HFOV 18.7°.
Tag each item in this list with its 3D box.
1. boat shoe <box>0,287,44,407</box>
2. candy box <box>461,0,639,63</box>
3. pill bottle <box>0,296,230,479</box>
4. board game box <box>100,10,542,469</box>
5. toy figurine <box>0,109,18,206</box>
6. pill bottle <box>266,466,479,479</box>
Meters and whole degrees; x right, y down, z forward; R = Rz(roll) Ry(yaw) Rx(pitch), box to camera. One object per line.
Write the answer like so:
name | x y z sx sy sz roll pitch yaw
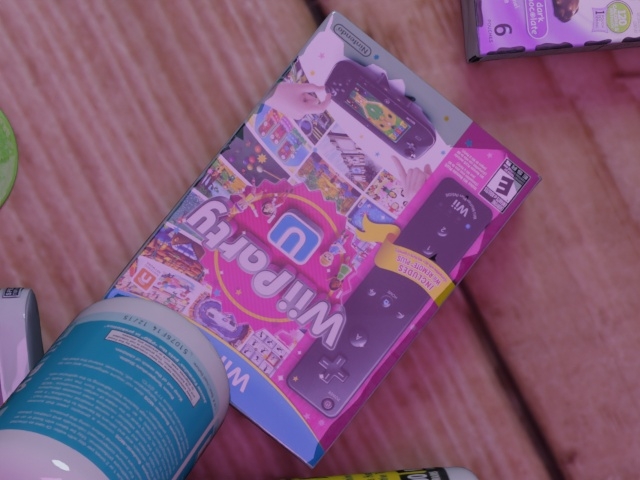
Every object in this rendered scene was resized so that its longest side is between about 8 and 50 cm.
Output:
boat shoe | -0.269 0.193 1.561 0.105 0.113 0.306 -7 88 1
candy box | 0.216 -0.241 1.626 0.196 0.070 0.165 -6 90 -5
pill bottle | -0.181 0.168 1.446 0.146 0.264 0.146 13 126 18
board game box | 0.000 0.000 1.594 0.224 0.097 0.303 38 87 -4
toy figurine | -0.315 -0.047 1.532 0.130 0.159 0.173 16 89 -5
pill bottle | -0.032 0.284 1.543 0.334 0.188 0.188 -4 90 -6
